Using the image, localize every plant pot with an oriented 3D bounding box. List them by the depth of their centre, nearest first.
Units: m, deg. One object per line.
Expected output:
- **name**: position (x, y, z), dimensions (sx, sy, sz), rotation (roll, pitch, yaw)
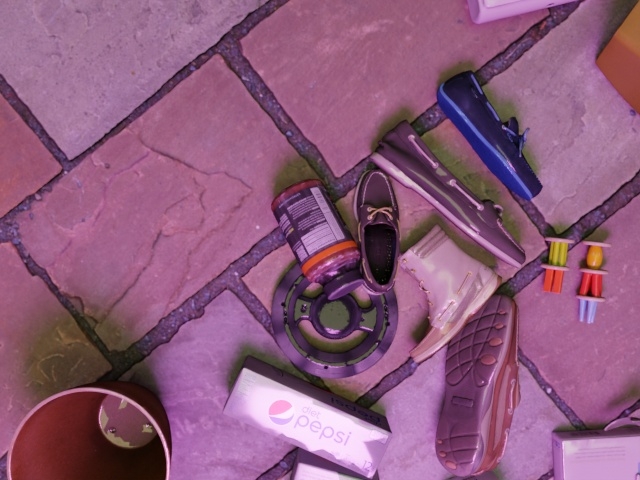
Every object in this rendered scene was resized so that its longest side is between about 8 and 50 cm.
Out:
- **plant pot**: position (-0.343, 0.329, 1.125), dimensions (0.237, 0.254, 0.237), rotation (0, 91, -2)
- **plant pot**: position (0.600, -0.332, 1.157), dimensions (0.187, 0.212, 0.212), rotation (36, 91, 9)

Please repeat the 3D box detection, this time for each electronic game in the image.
- **electronic game**: position (0.026, 0.132, 1.229), dimensions (0.229, 0.048, 0.229), rotation (0, 84, -3)

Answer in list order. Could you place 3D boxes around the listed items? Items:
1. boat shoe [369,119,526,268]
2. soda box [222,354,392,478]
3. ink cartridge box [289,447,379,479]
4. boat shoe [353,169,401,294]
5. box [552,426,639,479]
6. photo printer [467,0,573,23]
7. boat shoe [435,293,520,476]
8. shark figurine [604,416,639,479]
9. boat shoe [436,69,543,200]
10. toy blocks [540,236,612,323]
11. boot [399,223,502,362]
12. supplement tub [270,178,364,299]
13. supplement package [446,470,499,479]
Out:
- **boat shoe**: position (0.241, -0.082, 1.197), dimensions (0.335, 0.112, 0.095), rotation (38, 95, 1)
- **soda box**: position (-0.022, 0.309, 1.211), dimensions (0.286, 0.098, 0.091), rotation (25, 93, -2)
- **ink cartridge box**: position (0.005, 0.499, 1.225), dimensions (0.153, 0.087, 0.208), rotation (15, 93, -2)
- **boat shoe**: position (0.104, -0.021, 1.198), dimensions (0.081, 0.068, 0.227), rotation (0, 80, -9)
- **box**: position (0.553, 0.508, 1.255), dimensions (0.233, 0.058, 0.321), rotation (-3, 93, -1)
- **photo printer**: position (0.389, -0.535, 1.183), dimensions (0.308, 0.107, 0.255), rotation (-15, 93, -1)
- **boat shoe**: position (0.296, 0.257, 1.222), dimensions (0.116, 0.123, 0.324), rotation (21, 82, -35)
- **shark figurine**: position (0.616, 0.411, 1.173), dimensions (0.166, 0.116, 0.278), rotation (-16, 94, -3)
- **boat shoe**: position (0.314, -0.189, 1.198), dimensions (0.089, 0.109, 0.258), rotation (-39, 95, -3)
- **toy blocks**: position (0.457, 0.072, 1.237), dimensions (0.123, 0.054, 0.148), rotation (5, 93, -2)
- **boot**: position (0.192, 0.095, 1.213), dimensions (0.165, 0.077, 0.213), rotation (42, 93, 7)
- **supplement tub**: position (0.000, 0.000, 1.172), dimensions (0.106, 0.106, 0.197), rotation (-27, 76, 0)
- **supplement package**: position (0.295, 0.520, 1.225), dimensions (0.105, 0.105, 0.179), rotation (-20, 92, -1)
